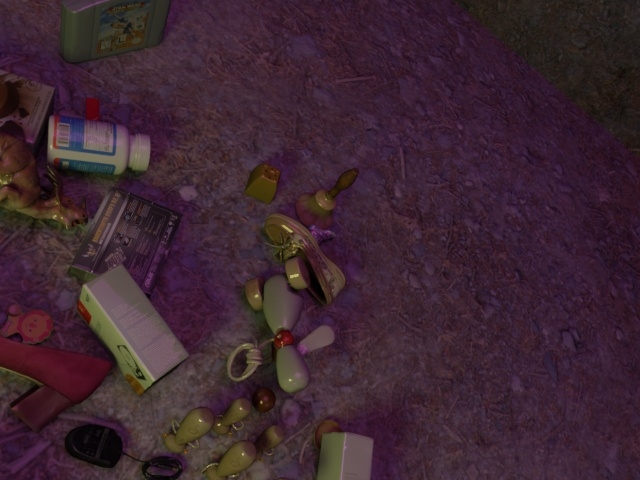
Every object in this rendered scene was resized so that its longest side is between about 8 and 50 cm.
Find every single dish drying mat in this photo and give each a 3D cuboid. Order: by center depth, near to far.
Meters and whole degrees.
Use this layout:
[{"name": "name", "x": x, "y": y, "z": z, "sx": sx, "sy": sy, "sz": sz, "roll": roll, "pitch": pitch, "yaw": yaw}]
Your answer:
[{"name": "dish drying mat", "x": -0.584, "y": -0.331, "z": 1.351, "sx": 0.032, "sy": 0.008, "sz": 0.083, "roll": 2, "pitch": 65, "yaw": -28}]

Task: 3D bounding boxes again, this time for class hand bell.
[{"name": "hand bell", "x": 0.035, "y": -0.134, "z": 1.460, "sx": 0.126, "sy": 0.242, "sz": 0.126, "roll": 13, "pitch": 60, "yaw": -23}]

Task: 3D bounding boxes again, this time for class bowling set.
[{"name": "bowling set", "x": -0.165, "y": 0.431, "z": 1.139, "sx": 0.287, "sy": 0.154, "sz": 0.200, "roll": 44, "pitch": 32, "yaw": -1}]

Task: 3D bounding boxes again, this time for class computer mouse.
[{"name": "computer mouse", "x": -0.392, "y": 0.433, "z": 1.055, "sx": 0.242, "sy": 0.041, "sz": 0.071, "roll": 30, "pitch": 37, "yaw": -19}]

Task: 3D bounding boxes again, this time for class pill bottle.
[{"name": "pill bottle", "x": -0.527, "y": -0.221, "z": 1.255, "sx": 0.221, "sy": 0.124, "sz": 0.124, "roll": 4, "pitch": 64, "yaw": -29}]

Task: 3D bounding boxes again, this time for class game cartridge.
[{"name": "game cartridge", "x": -0.533, "y": -0.582, "z": 1.391, "sx": 0.297, "sy": 0.198, "sz": 0.062, "roll": -32, "pitch": 84, "yaw": -37}]

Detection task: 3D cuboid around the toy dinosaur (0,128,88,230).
[{"name": "toy dinosaur", "x": -0.632, "y": -0.141, "z": 1.104, "sx": 0.200, "sy": 0.127, "sz": 0.296, "roll": -40, "pitch": 134, "yaw": -41}]

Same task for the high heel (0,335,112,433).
[{"name": "high heel", "x": -0.574, "y": 0.170, "z": 0.990, "sx": 0.181, "sy": 0.127, "sz": 0.377, "roll": -43, "pitch": 117, "yaw": -30}]

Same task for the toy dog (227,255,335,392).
[{"name": "toy dog", "x": -0.076, "y": 0.210, "z": 1.274, "sx": 0.161, "sy": 0.220, "sz": 0.334, "roll": 49, "pitch": 42, "yaw": -50}]

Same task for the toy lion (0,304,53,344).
[{"name": "toy lion", "x": -0.599, "y": 0.182, "z": 1.066, "sx": 0.096, "sy": 0.034, "sz": 0.100, "roll": 34, "pitch": 53, "yaw": -20}]

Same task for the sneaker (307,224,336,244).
[{"name": "sneaker", "x": 0.000, "y": 0.000, "z": 1.504, "sx": 0.098, "sy": 0.038, "sz": 0.069, "roll": 17, "pitch": 72, "yaw": -28}]

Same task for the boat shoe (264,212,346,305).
[{"name": "boat shoe", "x": -0.049, "y": 0.046, "z": 1.404, "sx": 0.285, "sy": 0.104, "sz": 0.089, "roll": 44, "pitch": 50, "yaw": -4}]

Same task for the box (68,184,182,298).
[{"name": "box", "x": -0.447, "y": 0.006, "z": 1.226, "sx": 0.183, "sy": 0.056, "sz": 0.231, "roll": 23, "pitch": 56, "yaw": -18}]

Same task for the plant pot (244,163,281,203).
[{"name": "plant pot", "x": -0.152, "y": -0.167, "z": 1.468, "sx": 0.081, "sy": 0.083, "sz": 0.081, "roll": 24, "pitch": 56, "yaw": -19}]

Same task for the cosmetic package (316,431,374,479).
[{"name": "cosmetic package", "x": 0.049, "y": 0.556, "z": 1.180, "sx": 0.085, "sy": 0.117, "sz": 0.231, "roll": 20, "pitch": 64, "yaw": -21}]

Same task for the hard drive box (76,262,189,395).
[{"name": "hard drive box", "x": -0.391, "y": 0.189, "z": 1.086, "sx": 0.089, "sy": 0.181, "sz": 0.232, "roll": -35, "pitch": 85, "yaw": -36}]

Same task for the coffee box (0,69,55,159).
[{"name": "coffee box", "x": -0.767, "y": -0.294, "z": 1.157, "sx": 0.297, "sy": 0.119, "sz": 0.168, "roll": 16, "pitch": 60, "yaw": -23}]

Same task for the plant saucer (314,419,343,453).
[{"name": "plant saucer", "x": 0.019, "y": 0.479, "z": 1.276, "sx": 0.083, "sy": 0.015, "sz": 0.083, "roll": 13, "pitch": 61, "yaw": -25}]
